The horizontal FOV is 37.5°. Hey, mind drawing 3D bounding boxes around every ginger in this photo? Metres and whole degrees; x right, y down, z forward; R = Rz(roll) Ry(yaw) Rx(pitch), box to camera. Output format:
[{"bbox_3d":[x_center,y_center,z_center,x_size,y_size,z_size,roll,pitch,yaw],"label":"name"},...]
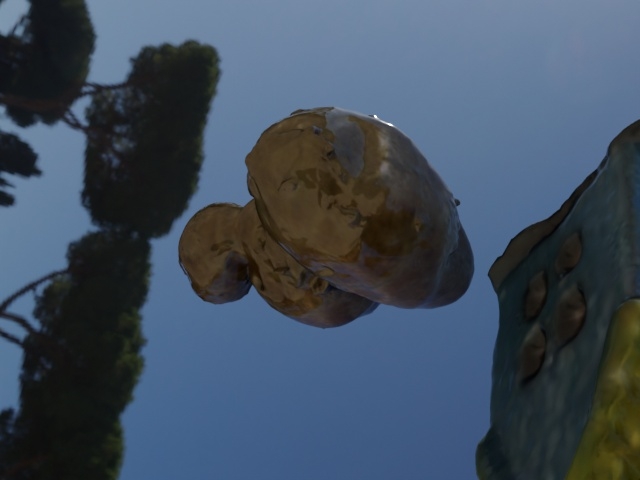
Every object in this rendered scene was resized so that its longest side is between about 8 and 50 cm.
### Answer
[{"bbox_3d":[0.000,0.000,0.889,0.304,0.244,0.155,-33,-137,52],"label":"ginger"}]

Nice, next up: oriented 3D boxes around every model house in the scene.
[{"bbox_3d":[0.234,0.116,0.598,0.215,0.237,0.303,122,-11,-48],"label":"model house"}]
